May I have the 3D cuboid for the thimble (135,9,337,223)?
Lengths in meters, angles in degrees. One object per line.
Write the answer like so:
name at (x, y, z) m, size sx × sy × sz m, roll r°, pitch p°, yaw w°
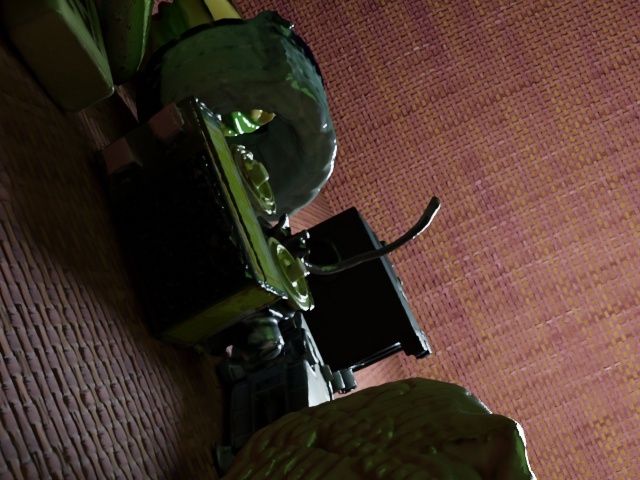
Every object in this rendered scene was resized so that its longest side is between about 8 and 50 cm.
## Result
thimble at (-0.091, -0.135, 1.193) m, size 0.237 × 0.237 × 0.150 m, roll 58°, pitch 11°, yaw -48°

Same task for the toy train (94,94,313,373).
toy train at (-0.110, -0.002, 1.012) m, size 0.177 × 0.134 × 0.261 m, roll 32°, pitch 32°, yaw -64°

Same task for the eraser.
eraser at (-0.249, -0.216, 0.975) m, size 0.117 × 0.058 × 0.172 m, roll 59°, pitch 9°, yaw -50°

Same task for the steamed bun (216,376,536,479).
steamed bun at (0.040, 0.249, 0.728) m, size 0.289 × 0.276 × 0.203 m, roll -134°, pitch -153°, yaw -70°

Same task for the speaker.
speaker at (0.052, 0.103, 1.717) m, size 0.254 × 0.184 × 0.232 m, roll 65°, pitch 6°, yaw 11°

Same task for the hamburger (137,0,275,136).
hamburger at (-0.151, -0.214, 1.368) m, size 0.237 × 0.149 × 0.237 m, roll 53°, pitch 12°, yaw -17°

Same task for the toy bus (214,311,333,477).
toy bus at (-0.031, 0.197, 1.033) m, size 0.342 × 0.097 × 0.138 m, roll -99°, pitch 165°, yaw -67°

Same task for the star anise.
star anise at (0.000, 0.000, 1.214) m, size 0.227 × 0.218 × 0.148 m, roll 5°, pitch 50°, yaw -54°

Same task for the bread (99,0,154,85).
bread at (-0.204, -0.311, 1.154) m, size 0.301 × 0.045 × 0.301 m, roll -173°, pitch -90°, yaw -85°
